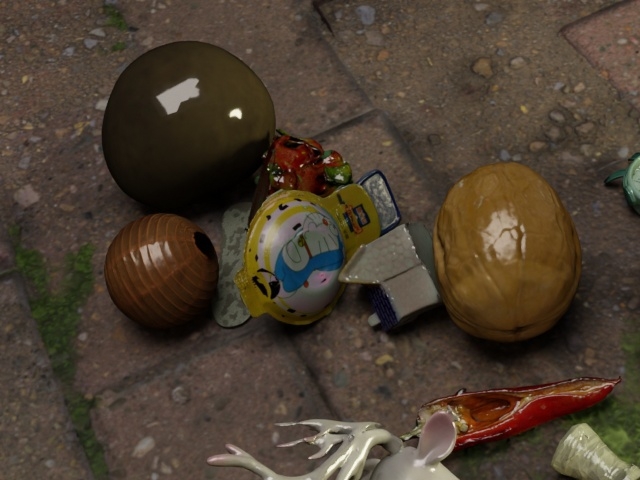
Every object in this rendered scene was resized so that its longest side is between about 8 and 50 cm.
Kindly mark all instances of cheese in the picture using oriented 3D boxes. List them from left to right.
[{"bbox_3d":[0.000,0.000,1.580,0.250,0.157,0.064,-37,21,-34],"label":"cheese"}]

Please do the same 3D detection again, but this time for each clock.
[{"bbox_3d":[0.396,-0.065,1.593,0.101,0.041,0.135,-41,52,-20],"label":"clock"}]

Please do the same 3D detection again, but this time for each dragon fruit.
[{"bbox_3d":[-0.030,-0.068,1.647,0.175,0.138,0.142,-11,86,-23],"label":"dragon fruit"}]

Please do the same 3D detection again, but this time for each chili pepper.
[{"bbox_3d":[0.179,0.178,1.429,0.267,0.050,0.059,-15,68,-1],"label":"chili pepper"}]

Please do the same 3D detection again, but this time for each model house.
[{"bbox_3d":[0.086,0.046,1.555,0.100,0.087,0.101,-30,79,18],"label":"model house"}]

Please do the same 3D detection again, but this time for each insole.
[{"bbox_3d":[-0.098,0.027,1.659,0.065,0.006,0.193,-7,48,8],"label":"insole"}]

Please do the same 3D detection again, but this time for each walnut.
[{"bbox_3d":[0.200,0.015,1.489,0.165,0.165,0.197,-13,49,3],"label":"walnut"}]

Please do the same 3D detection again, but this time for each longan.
[{"bbox_3d":[-0.168,-0.144,1.703,0.220,0.196,0.197,-29,48,6],"label":"longan"}]

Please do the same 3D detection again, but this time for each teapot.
[{"bbox_3d":[0.274,0.228,1.365,0.083,0.057,0.067,32,101,30],"label":"teapot"}]

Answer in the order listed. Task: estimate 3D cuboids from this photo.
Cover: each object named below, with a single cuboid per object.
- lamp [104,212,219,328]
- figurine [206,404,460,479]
[{"bbox_3d":[-0.181,0.035,1.588,0.136,0.136,0.136,-7,49,8],"label":"lamp"},{"bbox_3d":[0.062,0.284,1.277,0.284,0.206,0.316,-22,43,-20],"label":"figurine"}]
